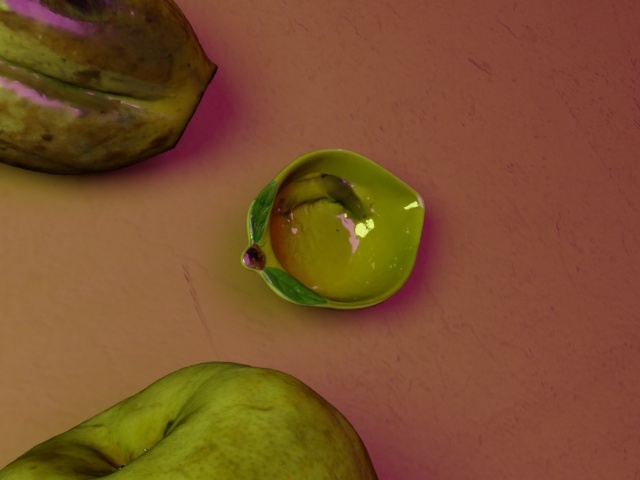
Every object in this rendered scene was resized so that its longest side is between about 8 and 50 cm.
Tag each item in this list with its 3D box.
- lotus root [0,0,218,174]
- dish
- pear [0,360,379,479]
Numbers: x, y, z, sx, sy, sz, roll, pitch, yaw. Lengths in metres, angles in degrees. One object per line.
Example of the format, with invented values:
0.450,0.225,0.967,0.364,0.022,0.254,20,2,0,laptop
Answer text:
-0.227,-0.149,0.782,0.291,0.193,0.193,18,63,-25,lotus root
0.000,0.000,0.896,0.207,0.080,0.149,-16,82,-33,dish
-0.079,0.243,0.631,0.303,0.304,0.304,11,65,-24,pear
